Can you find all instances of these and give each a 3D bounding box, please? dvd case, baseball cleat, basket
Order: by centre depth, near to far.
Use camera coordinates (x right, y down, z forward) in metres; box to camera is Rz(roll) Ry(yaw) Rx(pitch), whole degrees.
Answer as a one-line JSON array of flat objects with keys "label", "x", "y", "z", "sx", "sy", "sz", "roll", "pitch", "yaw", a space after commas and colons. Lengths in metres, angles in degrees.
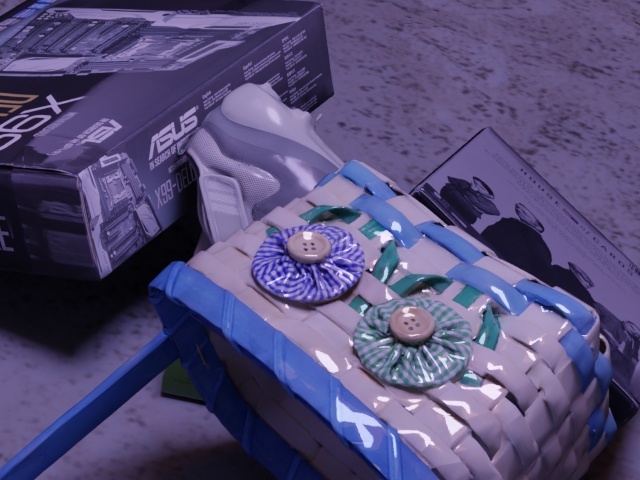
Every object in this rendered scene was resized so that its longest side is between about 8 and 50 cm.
[{"label": "basket", "x": -0.009, "y": 0.114, "z": 0.938, "sx": 0.255, "sy": 0.201, "sz": 0.289, "roll": 34, "pitch": 74, "yaw": 31}, {"label": "baseball cleat", "x": 0.000, "y": 0.000, "z": 1.102, "sx": 0.206, "sy": 0.072, "sz": 0.109, "roll": 43, "pitch": 81, "yaw": 10}, {"label": "dvd case", "x": 0.140, "y": 0.015, "z": 1.133, "sx": 0.179, "sy": 0.029, "sz": 0.239, "roll": 45, "pitch": 19, "yaw": 2}]

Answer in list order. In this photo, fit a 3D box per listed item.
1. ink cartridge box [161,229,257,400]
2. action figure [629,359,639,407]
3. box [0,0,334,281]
[{"label": "ink cartridge box", "x": -0.027, "y": 0.025, "z": 1.166, "sx": 0.109, "sy": 0.062, "sz": 0.209, "roll": 12, "pitch": 33, "yaw": 0}, {"label": "action figure", "x": 0.359, "y": 0.052, "z": 1.016, "sx": 0.341, "sy": 0.178, "sz": 0.330, "roll": -2, "pitch": 7, "yaw": 23}, {"label": "box", "x": -0.168, "y": -0.081, "z": 1.212, "sx": 0.243, "sy": 0.076, "sz": 0.307, "roll": 6, "pitch": 28, "yaw": 29}]
